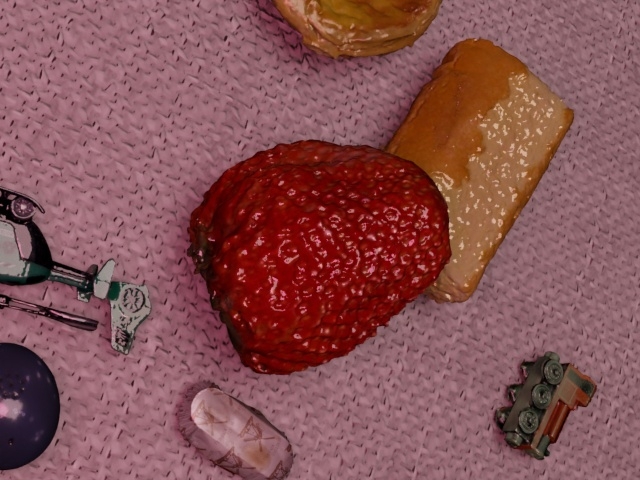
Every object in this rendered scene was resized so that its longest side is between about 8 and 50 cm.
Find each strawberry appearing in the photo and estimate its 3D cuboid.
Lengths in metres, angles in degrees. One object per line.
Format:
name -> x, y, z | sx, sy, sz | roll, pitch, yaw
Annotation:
strawberry -> 0.000, 0.000, 1.549 | 0.351, 0.267, 0.312 | -22, 74, 10

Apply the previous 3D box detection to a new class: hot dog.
hot dog -> -0.114, 0.272, 1.595 | 0.192, 0.053, 0.099 | 36, 68, -20

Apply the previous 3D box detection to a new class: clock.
clock -> -0.435, 0.213, 1.387 | 0.243, 0.146, 0.199 | -9, 62, -28

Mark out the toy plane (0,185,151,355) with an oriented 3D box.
toy plane -> -0.392, 0.024, 1.479 | 0.382, 0.106, 0.155 | 20, 78, -23

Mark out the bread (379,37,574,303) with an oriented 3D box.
bread -> 0.206, -0.110, 1.765 | 0.237, 0.165, 0.375 | 38, 68, -13

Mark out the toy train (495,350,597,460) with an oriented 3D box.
toy train -> 0.356, 0.265, 1.824 | 0.118, 0.074, 0.176 | 40, 63, -19

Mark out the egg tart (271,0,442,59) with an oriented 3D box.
egg tart -> 0.043, -0.424, 1.762 | 0.341, 0.132, 0.341 | 6, 76, -26
